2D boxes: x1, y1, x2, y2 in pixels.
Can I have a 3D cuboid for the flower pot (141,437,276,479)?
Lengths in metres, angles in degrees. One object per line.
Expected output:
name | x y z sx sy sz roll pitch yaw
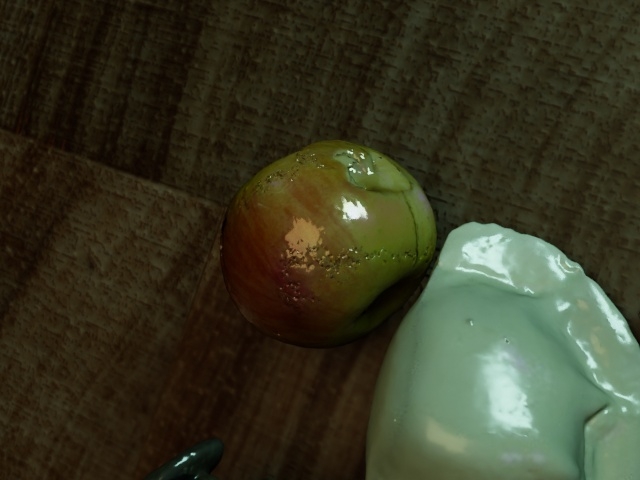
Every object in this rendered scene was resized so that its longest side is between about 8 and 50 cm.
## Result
flower pot | -0.094 0.281 0.783 0.302 0.213 0.302 19 113 55

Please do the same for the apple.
apple | 0.000 0.000 0.862 0.146 0.146 0.147 -5 79 27

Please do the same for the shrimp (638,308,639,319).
shrimp | 0.237 0.021 0.798 0.092 0.029 0.038 -22 63 18

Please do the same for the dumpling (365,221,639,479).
dumpling | 0.121 0.113 0.805 0.179 0.131 0.252 9 64 9
